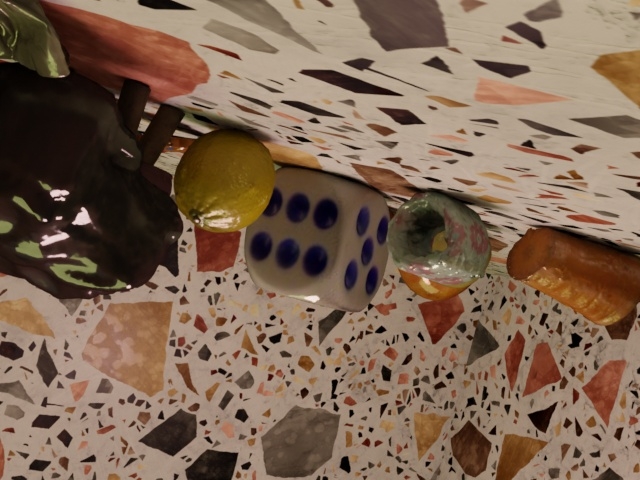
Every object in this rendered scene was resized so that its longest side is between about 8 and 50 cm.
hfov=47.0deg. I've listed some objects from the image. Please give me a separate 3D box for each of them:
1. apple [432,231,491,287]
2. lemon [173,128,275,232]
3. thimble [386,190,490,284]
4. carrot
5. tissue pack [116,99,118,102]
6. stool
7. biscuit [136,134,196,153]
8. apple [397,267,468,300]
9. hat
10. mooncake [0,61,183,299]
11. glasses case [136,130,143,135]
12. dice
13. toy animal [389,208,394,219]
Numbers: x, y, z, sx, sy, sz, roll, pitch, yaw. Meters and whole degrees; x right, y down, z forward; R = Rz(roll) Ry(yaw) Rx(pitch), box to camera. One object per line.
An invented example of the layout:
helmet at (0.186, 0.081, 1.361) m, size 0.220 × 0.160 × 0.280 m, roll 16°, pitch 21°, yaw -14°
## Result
apple at (0.344, 0.030, 1.915) m, size 0.200 × 0.200 × 0.200 m, roll 15°, pitch 178°, yaw 1°
lemon at (-0.187, -0.115, 1.438) m, size 0.192 × 0.231 × 0.192 m, roll 16°, pitch 144°, yaw 12°
thimble at (0.256, 0.002, 1.572) m, size 0.149 × 0.185 × 0.211 m, roll 19°, pitch -159°, yaw -40°
carrot at (0.576, 0.060, 1.664) m, size 0.254 × 0.196 × 0.196 m, roll 27°, pitch 174°, yaw -17°
tissue pack at (-0.479, -0.267, 1.483) m, size 0.148 × 0.060 × 0.108 m, roll 14°, pitch 177°, yaw -9°
stool at (-0.381, -0.186, 1.315) m, size 0.272 × 0.178 × 0.272 m, roll 15°, pitch 178°, yaw 1°
biscuit at (-0.341, -0.210, 1.600) m, size 0.280 × 0.043 × 0.183 m, roll 4°, pitch -172°, yaw -39°
apple at (0.339, 0.051, 2.144) m, size 0.242 × 0.242 × 0.241 m, roll 16°, pitch -172°, yaw -15°
hat at (-0.416, -0.271, 0.880) m, size 0.214 × 0.149 × 0.244 m, roll -5°, pitch -141°, yaw -17°
mooncake at (-0.408, -0.065, 1.072) m, size 0.351 × 0.212 × 0.381 m, roll 1°, pitch 147°, yaw 33°
glasses case at (-0.503, -0.270, 1.852) m, size 0.078 × 0.039 × 0.184 m, roll 15°, pitch 178°, yaw -2°
dice at (0.000, 0.000, 1.823) m, size 0.277 × 0.304 × 0.304 m, roll 14°, pitch 178°, yaw 26°
toy animal at (0.114, -0.030, 2.155) m, size 0.281 × 0.169 × 0.195 m, roll 12°, pitch 154°, yaw 41°
